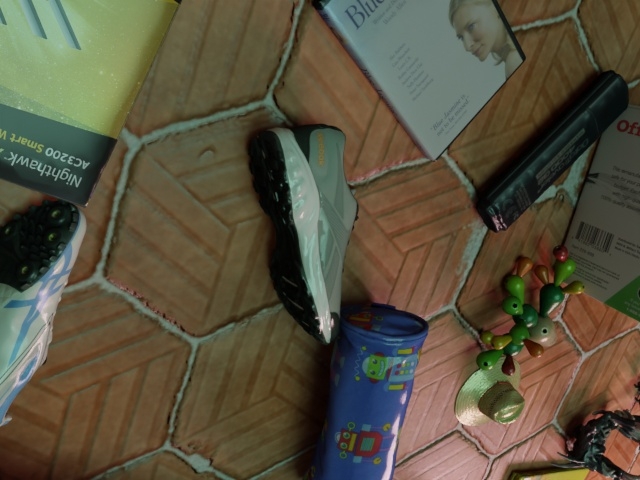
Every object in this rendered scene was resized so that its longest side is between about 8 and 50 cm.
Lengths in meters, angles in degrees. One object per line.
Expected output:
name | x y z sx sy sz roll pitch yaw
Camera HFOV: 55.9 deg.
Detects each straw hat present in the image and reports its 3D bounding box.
straw hat | 0.298 0.268 0.994 0.145 0.061 0.144 -12 116 -25

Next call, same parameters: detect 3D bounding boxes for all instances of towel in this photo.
towel | 0.449 0.501 1.217 0.237 0.021 0.102 9 112 -34

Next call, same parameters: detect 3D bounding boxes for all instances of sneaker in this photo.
sneaker | 0.000 0.000 0.677 0.108 0.100 0.271 -21 121 -27
sneaker | -0.281 0.069 0.562 0.237 0.085 0.086 -61 152 2

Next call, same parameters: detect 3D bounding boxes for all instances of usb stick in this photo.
usb stick | 0.327 -0.125 0.843 0.278 0.045 0.077 -44 133 -6

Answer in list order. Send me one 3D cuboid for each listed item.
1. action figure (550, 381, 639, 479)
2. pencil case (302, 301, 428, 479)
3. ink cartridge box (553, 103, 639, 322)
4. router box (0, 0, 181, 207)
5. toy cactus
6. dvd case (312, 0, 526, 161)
action figure | 0.590 0.390 1.175 0.276 0.141 0.164 -25 134 -20
pencil case | 0.055 0.228 0.797 0.120 0.133 0.305 10 108 0
ink cartridge box | 0.500 -0.036 0.880 0.122 0.211 0.288 1 111 -30
router box | -0.275 -0.191 0.436 0.309 0.081 0.242 21 100 -35
toy cactus | 0.337 0.125 0.939 0.180 0.112 0.218 36 83 -46
dvd case | 0.126 -0.236 0.688 0.180 0.022 0.253 -48 126 -3
